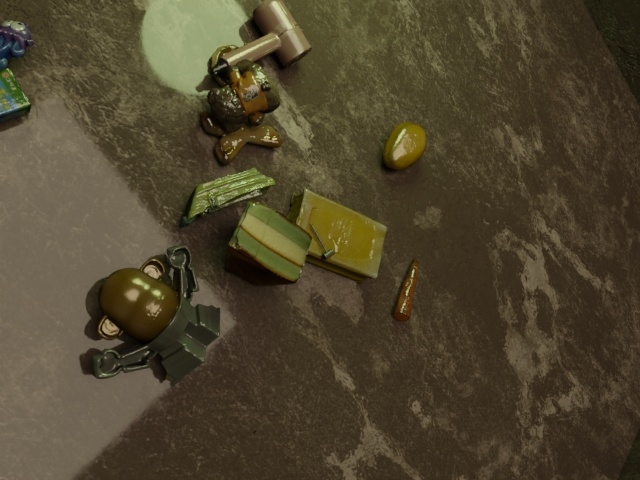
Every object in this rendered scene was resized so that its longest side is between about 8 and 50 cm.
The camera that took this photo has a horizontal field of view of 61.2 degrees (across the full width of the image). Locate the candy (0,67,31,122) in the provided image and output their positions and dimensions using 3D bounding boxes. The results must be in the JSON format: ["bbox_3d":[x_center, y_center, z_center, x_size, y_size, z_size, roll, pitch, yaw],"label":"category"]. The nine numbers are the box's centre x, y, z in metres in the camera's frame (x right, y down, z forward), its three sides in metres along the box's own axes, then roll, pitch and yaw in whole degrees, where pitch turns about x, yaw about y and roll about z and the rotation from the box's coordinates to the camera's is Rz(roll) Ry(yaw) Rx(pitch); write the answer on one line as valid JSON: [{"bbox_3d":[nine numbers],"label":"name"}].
[{"bbox_3d":[-0.759,-0.299,1.195,0.194,0.062,0.097,-33,98,-32],"label":"candy"}]

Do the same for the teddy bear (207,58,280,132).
[{"bbox_3d":[-0.208,-0.384,1.464,0.190,0.140,0.177,-37,118,-11],"label":"teddy bear"}]

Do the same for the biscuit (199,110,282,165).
[{"bbox_3d":[-0.226,-0.314,1.540,0.207,0.047,0.164,-26,96,-33],"label":"biscuit"}]

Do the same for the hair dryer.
[{"bbox_3d":[-0.192,-0.565,1.563,0.344,0.106,0.189,-41,102,-34],"label":"hair dryer"}]

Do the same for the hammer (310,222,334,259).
[{"bbox_3d":[0.000,0.000,1.539,0.035,0.019,0.110,-31,93,-32],"label":"hammer"}]

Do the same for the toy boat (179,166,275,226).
[{"bbox_3d":[-0.257,-0.126,1.447,0.276,0.111,0.084,-27,90,-29],"label":"toy boat"}]

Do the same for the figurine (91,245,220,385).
[{"bbox_3d":[-0.388,0.176,1.277,0.285,0.167,0.343,41,41,-28],"label":"figurine"}]

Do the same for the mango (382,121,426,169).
[{"bbox_3d":[0.278,-0.315,1.829,0.195,0.098,0.137,-41,106,-23],"label":"mango"}]

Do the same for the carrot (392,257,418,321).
[{"bbox_3d":[0.292,0.153,1.776,0.057,0.057,0.224,33,62,-23],"label":"carrot"}]

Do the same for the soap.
[{"bbox_3d":[0.044,-0.010,1.628,0.315,0.091,0.199,23,71,-26],"label":"soap"}]

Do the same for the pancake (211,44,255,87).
[{"bbox_3d":[-0.245,-0.496,1.574,0.158,0.028,0.158,7,77,-34],"label":"pancake"}]

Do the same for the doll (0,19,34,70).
[{"bbox_3d":[-0.721,-0.440,1.228,0.109,0.067,0.206,13,52,-2],"label":"doll"}]

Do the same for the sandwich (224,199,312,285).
[{"bbox_3d":[-0.178,0.010,1.416,0.227,0.198,0.155,36,62,-37],"label":"sandwich"}]
